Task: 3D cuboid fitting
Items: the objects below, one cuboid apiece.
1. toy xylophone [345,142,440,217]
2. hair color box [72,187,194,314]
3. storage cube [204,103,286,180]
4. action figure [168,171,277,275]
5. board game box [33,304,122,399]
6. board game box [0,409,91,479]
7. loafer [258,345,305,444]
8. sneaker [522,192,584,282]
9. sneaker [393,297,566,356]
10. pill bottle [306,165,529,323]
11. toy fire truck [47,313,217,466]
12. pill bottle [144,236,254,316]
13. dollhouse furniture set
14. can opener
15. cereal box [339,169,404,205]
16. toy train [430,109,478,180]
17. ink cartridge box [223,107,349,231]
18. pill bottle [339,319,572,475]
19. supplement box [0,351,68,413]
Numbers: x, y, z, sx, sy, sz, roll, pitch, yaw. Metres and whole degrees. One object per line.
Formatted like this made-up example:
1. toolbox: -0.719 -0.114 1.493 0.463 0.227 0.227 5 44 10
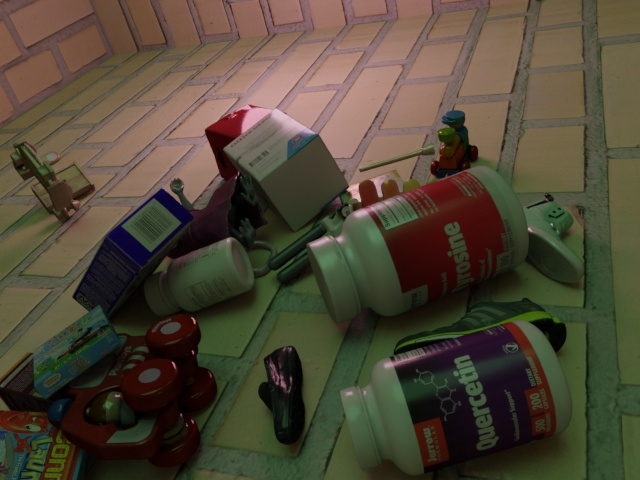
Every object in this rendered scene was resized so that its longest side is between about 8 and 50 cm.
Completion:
1. toy xylophone: 0.207 -0.089 1.376 0.323 0.236 0.081 -22 4 -3
2. hair color box: -0.436 0.043 1.360 0.339 0.110 0.185 -38 10 48
3. storage cube: -0.208 -0.295 1.842 0.215 0.183 0.193 -38 41 -29
4. action figure: -0.310 -0.029 1.548 0.370 0.276 0.248 -20 24 28
5. board game box: -0.479 0.209 1.155 0.160 0.039 0.211 -37 21 -17
6. board game box: -0.554 0.420 0.953 0.302 0.086 0.308 6 33 -12
7. loafer: -0.074 0.282 1.078 0.078 0.076 0.223 -18 29 6
8. sneaker: 0.500 -0.015 1.252 0.151 0.094 0.256 -21 36 -12
9. sneaker: 0.278 0.178 1.076 0.300 0.111 0.121 -10 23 -1
10. pill bottle: 0.190 0.016 1.209 0.408 0.229 0.229 -21 35 -7
11. toy fire truck: -0.344 0.273 1.077 0.254 0.169 0.302 -5 29 9
12. pill bottle: -0.280 0.091 1.364 0.229 0.131 0.131 -21 33 11
13. dollhouse furniture set: -0.854 -0.258 1.884 0.174 0.355 0.303 -37 78 -26
14. can opener: 0.000 0.000 1.422 0.280 0.074 0.093 -37 1 -14
15. cereal box: 0.153 -0.088 1.528 0.173 0.047 0.240 -18 35 0
16. toy train: 0.340 -0.234 1.577 0.105 0.143 0.248 5 39 28
17. ink cartridge box: -0.098 -0.200 1.619 0.198 0.197 0.270 -39 38 -6
18. pill bottle: 0.201 0.249 0.917 0.323 0.181 0.181 -17 34 -1
19. supplement box: -0.561 0.306 1.223 0.188 0.081 0.104 4 38 27
